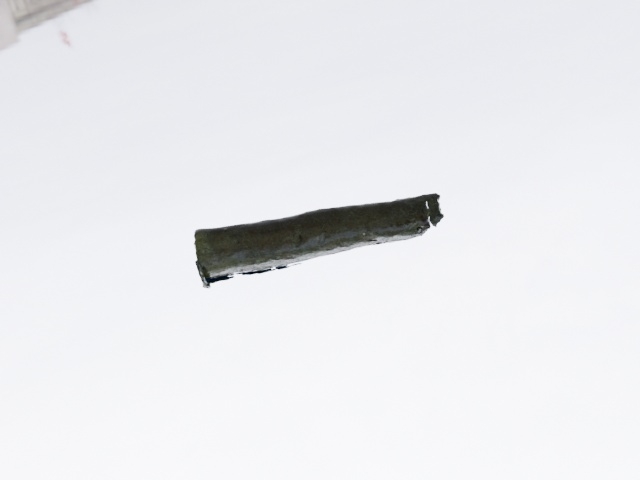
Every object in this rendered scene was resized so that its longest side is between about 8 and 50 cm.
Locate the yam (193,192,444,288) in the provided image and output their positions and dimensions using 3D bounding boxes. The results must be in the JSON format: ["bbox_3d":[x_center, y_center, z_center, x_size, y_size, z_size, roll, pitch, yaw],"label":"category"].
[{"bbox_3d":[0.000,0.000,0.471,0.129,0.033,0.027,-9,166,0],"label":"yam"}]
